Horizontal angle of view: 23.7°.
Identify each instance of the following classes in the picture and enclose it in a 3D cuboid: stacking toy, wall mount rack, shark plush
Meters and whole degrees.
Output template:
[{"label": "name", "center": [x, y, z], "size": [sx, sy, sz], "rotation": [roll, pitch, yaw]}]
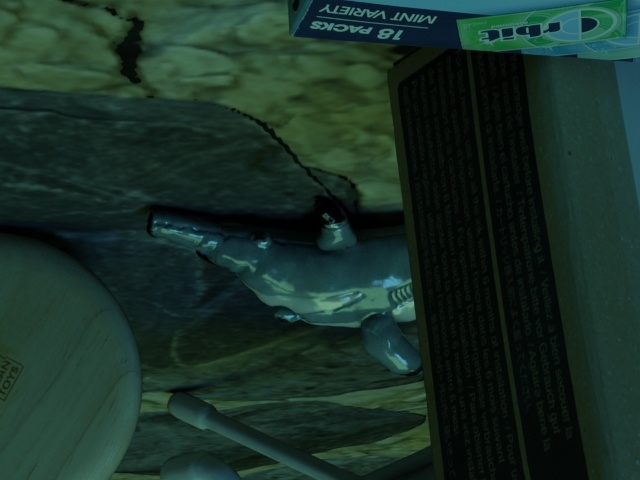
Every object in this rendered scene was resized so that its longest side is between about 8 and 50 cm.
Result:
[{"label": "stacking toy", "center": [-0.193, 0.096, 0.835], "size": [0.141, 0.141, 0.330], "rotation": [2, 167, -16]}, {"label": "wall mount rack", "center": [-0.046, 0.145, 0.851], "size": [0.350, 0.130, 0.304], "rotation": [-31, 179, -42]}, {"label": "shark plush", "center": [0.000, 0.000, 0.725], "size": [0.161, 0.073, 0.067], "rotation": [20, 135, -8]}]

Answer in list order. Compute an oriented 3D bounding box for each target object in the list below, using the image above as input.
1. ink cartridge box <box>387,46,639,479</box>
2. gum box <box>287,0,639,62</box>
[{"label": "ink cartridge box", "center": [0.149, 0.024, 0.559], "size": [0.235, 0.193, 0.088], "rotation": [8, 155, -33]}, {"label": "gum box", "center": [0.087, -0.106, 0.407], "size": [0.157, 0.041, 0.184], "rotation": [2, 161, -16]}]
